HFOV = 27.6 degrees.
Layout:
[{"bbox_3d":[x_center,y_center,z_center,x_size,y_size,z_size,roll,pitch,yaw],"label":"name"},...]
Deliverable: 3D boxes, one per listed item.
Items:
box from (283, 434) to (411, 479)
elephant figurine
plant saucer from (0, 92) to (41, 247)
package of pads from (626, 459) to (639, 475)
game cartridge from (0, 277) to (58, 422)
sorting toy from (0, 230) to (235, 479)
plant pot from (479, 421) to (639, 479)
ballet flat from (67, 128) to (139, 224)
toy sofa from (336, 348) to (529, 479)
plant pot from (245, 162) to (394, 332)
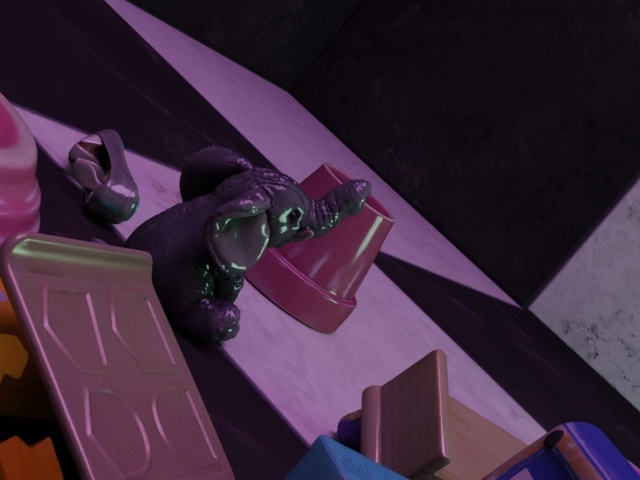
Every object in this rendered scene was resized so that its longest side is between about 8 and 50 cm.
[{"bbox_3d":[0.065,0.266,1.138,0.244,0.100,0.060,32,13,-33],"label":"box"},{"bbox_3d":[-0.093,-0.021,1.421,0.169,0.239,0.186,42,11,15],"label":"elephant figurine"},{"bbox_3d":[-0.357,-0.113,1.063,0.332,0.084,0.332,39,11,-9],"label":"plant saucer"},{"bbox_3d":[0.458,0.417,1.860,0.229,0.101,0.296,43,12,26],"label":"package of pads"},{"bbox_3d":[-0.347,0.001,0.976,0.323,0.053,0.285,44,11,30],"label":"game cartridge"},{"bbox_3d":[-0.175,0.107,0.962,0.307,0.041,0.229,14,53,-67],"label":"sorting toy"},{"bbox_3d":[0.203,0.292,1.018,0.212,0.236,0.236,52,5,-16],"label":"plant pot"},{"bbox_3d":[-0.272,-0.092,1.583,0.068,0.072,0.213,27,15,-32],"label":"ballet flat"},{"bbox_3d":[0.190,0.290,1.433,0.362,0.177,0.150,34,36,-27],"label":"toy sofa"},{"bbox_3d":[0.000,0.000,1.825,0.201,0.180,0.201,39,10,-8],"label":"plant pot"}]
